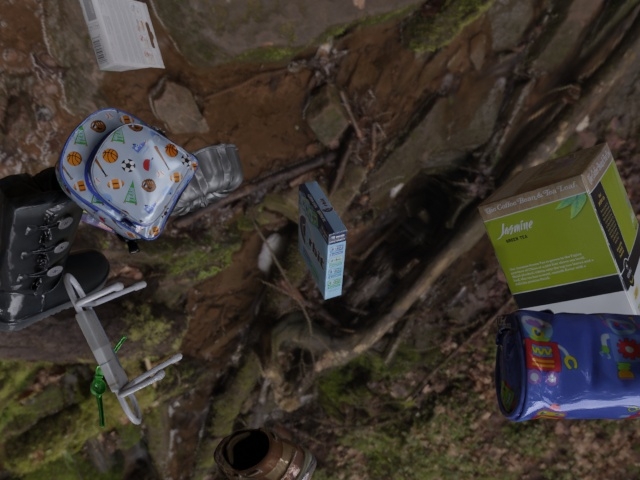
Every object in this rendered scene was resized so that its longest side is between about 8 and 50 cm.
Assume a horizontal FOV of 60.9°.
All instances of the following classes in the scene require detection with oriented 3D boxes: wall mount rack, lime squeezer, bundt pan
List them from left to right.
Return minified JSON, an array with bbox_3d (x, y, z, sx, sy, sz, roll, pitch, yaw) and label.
[{"bbox_3d":[-0.753,0.477,1.894,0.059,0.110,0.310,20,75,-35],"label":"lime squeezer"},{"bbox_3d":[-0.419,0.209,1.198,0.131,0.349,0.304,-25,180,-12],"label":"wall mount rack"},{"bbox_3d":[-0.384,-0.173,1.683,0.331,0.124,0.331,-24,179,0],"label":"bundt pan"}]

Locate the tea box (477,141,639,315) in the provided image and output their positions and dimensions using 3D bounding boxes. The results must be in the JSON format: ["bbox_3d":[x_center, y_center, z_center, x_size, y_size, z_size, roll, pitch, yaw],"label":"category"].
[{"bbox_3d":[0.547,-0.006,1.188,0.329,0.220,0.323,-29,99,-50],"label":"tea box"}]

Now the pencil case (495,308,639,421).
[{"bbox_3d":[0.348,0.137,0.618,0.306,0.133,0.119,-1,141,2],"label":"pencil case"}]

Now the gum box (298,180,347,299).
[{"bbox_3d":[0.000,0.000,1.095,0.041,0.157,0.184,-15,137,-16],"label":"gum box"}]

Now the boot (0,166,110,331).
[{"bbox_3d":[-0.654,-0.009,1.385,0.367,0.146,0.445,-47,166,-54],"label":"boot"}]

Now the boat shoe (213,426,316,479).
[{"bbox_3d":[-0.138,0.422,1.088,0.116,0.324,0.123,41,56,-20],"label":"boat shoe"}]

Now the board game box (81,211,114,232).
[{"bbox_3d":[-0.658,-0.082,1.571,0.170,0.141,0.048,30,90,-50],"label":"board game box"}]

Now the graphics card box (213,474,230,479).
[{"bbox_3d":[-0.180,0.795,1.421,0.233,0.370,0.094,-11,174,-36],"label":"graphics card box"}]

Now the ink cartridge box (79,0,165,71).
[{"bbox_3d":[-0.503,-0.528,1.392,0.224,0.056,0.180,-45,123,-70],"label":"ink cartridge box"}]

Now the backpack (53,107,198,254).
[{"bbox_3d":[-0.429,-0.149,1.189,0.263,0.213,0.276,32,69,-19],"label":"backpack"}]
